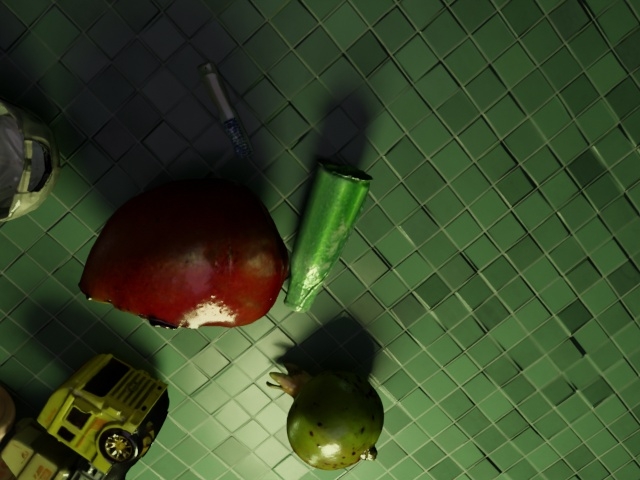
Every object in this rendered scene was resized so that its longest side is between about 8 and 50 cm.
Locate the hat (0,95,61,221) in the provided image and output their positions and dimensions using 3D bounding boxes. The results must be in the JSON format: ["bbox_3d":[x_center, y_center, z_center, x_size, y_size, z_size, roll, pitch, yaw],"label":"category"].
[{"bbox_3d":[-0.572,-0.137,0.921,0.274,0.161,0.232,6,83,-15],"label":"hat"}]

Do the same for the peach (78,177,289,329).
[{"bbox_3d":[-0.231,0.041,0.954,0.338,0.281,0.281,-24,108,0],"label":"peach"}]

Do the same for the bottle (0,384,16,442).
[{"bbox_3d":[-0.738,0.421,1.078,0.173,0.206,0.297,32,105,-36],"label":"bottle"}]

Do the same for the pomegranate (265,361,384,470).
[{"bbox_3d":[0.002,0.340,1.106,0.245,0.198,0.198,23,105,-8],"label":"pomegranate"}]

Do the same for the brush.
[{"bbox_3d":[-0.168,-0.226,0.996,0.033,0.030,0.179,-19,109,13],"label":"brush"}]

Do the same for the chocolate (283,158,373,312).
[{"bbox_3d":[0.000,0.000,1.046,0.110,0.110,0.291,17,109,-9],"label":"chocolate"}]

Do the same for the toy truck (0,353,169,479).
[{"bbox_3d":[-0.482,0.414,1.109,0.254,0.181,0.405,34,106,-6],"label":"toy truck"}]
